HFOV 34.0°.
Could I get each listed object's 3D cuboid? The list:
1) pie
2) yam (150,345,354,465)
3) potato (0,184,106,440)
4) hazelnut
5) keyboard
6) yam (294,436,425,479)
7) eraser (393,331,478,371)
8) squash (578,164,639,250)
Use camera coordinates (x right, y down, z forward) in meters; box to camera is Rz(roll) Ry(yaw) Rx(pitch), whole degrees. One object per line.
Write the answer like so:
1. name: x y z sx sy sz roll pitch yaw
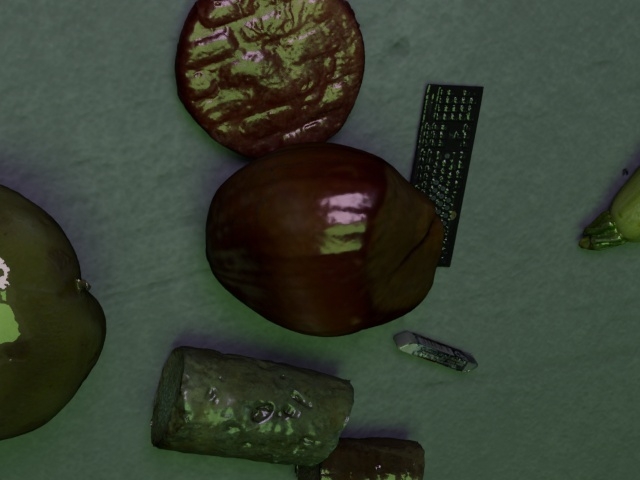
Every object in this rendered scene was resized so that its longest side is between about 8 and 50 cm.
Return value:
1. pie: -0.045 -0.159 0.956 0.182 0.049 0.182 -6 118 -11
2. yam: -0.067 0.174 1.076 0.194 0.107 0.107 12 111 -20
3. potato: -0.357 0.041 0.899 0.351 0.202 0.218 15 122 -6
4. hazelnut: 0.000 -0.003 0.975 0.181 0.181 0.212 -47 141 -20
5. keyboard: 0.120 -0.062 1.062 0.064 0.010 0.198 0 114 -16
6. yam: 0.043 0.255 1.152 0.127 0.084 0.084 7 113 -15
7. eraser: 0.126 0.122 1.140 0.099 0.027 0.019 22 110 -23
8. squash: 0.357 -0.064 1.087 0.094 0.094 0.224 36 110 -25
